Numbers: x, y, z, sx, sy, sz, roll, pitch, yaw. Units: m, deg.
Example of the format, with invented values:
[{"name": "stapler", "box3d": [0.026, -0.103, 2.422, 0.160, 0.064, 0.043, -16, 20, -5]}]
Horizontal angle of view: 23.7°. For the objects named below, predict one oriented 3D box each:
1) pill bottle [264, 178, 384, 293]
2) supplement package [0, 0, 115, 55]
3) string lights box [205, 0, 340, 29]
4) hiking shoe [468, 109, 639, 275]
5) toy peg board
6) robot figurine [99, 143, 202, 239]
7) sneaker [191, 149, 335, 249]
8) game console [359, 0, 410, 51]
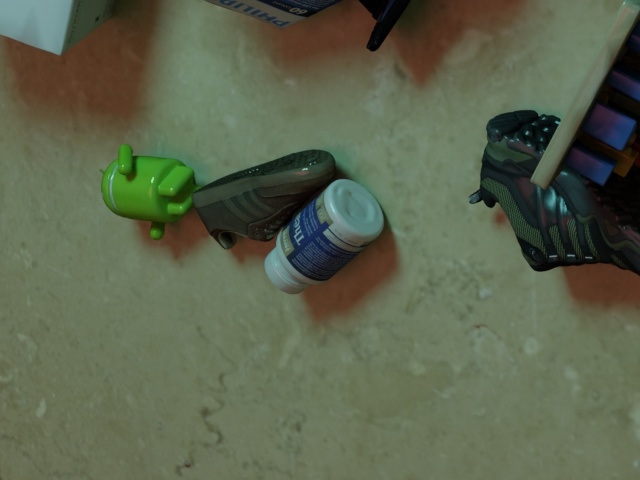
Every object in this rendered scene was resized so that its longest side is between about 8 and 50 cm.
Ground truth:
[{"name": "pill bottle", "box3d": [0.000, 0.000, 1.448, 0.120, 0.067, 0.067, -42, 76, 38]}, {"name": "supplement package", "box3d": [-0.293, -0.349, 1.488, 0.204, 0.145, 0.262, 20, 118, 6]}, {"name": "string lights box", "box3d": [-0.009, -0.265, 1.295, 0.259, 0.133, 0.077, -15, 66, 51]}, {"name": "hiking shoe", "box3d": [0.224, -0.013, 1.271, 0.227, 0.086, 0.114, 41, 138, 29]}, {"name": "toy peg board", "box3d": [0.249, -0.116, 1.168, 0.079, 0.160, 0.161, 30, 121, 11]}, {"name": "robot figurine", "box3d": [-0.178, -0.054, 1.573, 0.115, 0.067, 0.101, 7, 136, 36]}, {"name": "sneaker", "box3d": [-0.045, -0.038, 1.485, 0.188, 0.066, 0.071, -11, 107, 47]}, {"name": "game console", "box3d": [0.056, -0.246, 1.334, 0.071, 0.107, 0.122, 30, 125, -6]}]
